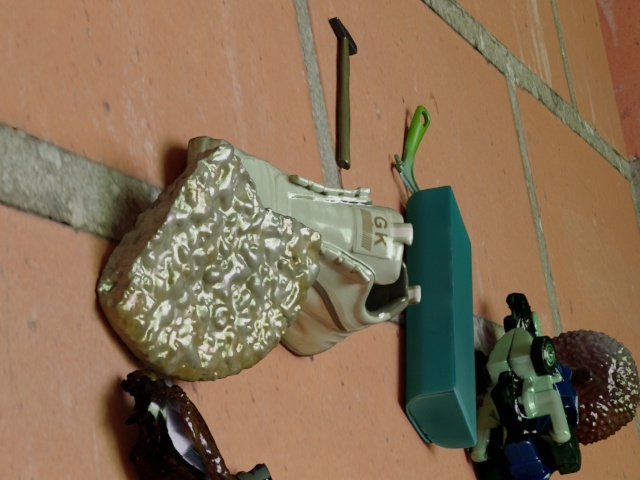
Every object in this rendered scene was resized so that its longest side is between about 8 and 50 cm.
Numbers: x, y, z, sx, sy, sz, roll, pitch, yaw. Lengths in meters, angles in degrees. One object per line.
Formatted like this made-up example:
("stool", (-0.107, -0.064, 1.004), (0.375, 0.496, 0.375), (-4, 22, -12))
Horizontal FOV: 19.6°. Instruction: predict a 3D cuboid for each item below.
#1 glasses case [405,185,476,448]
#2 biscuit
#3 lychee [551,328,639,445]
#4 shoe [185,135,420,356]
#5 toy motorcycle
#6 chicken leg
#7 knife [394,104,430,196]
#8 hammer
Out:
("glasses case", (0.136, 0.088, 2.138), (0.117, 0.070, 0.301), (66, 19, -46))
("biscuit", (-0.085, 0.017, 1.479), (0.265, 0.040, 0.188), (-10, 100, -53))
("lychee", (0.357, 0.199, 2.537), (0.197, 0.165, 0.165), (57, 25, -64))
("shoe", (0.000, 0.000, 1.657), (0.316, 0.159, 0.124), (52, 31, -57))
("toy motorcycle", (0.265, 0.202, 2.351), (0.331, 0.125, 0.196), (-71, 142, -65))
("chicken leg", (-0.089, 0.181, 1.441), (0.253, 0.051, 0.106), (52, 25, -57))
("knife", (0.114, -0.113, 2.272), (0.166, 0.022, 0.078), (-79, 146, -51))
("hammer", (0.025, -0.162, 2.066), (0.062, 0.013, 0.199), (55, 27, -47))
